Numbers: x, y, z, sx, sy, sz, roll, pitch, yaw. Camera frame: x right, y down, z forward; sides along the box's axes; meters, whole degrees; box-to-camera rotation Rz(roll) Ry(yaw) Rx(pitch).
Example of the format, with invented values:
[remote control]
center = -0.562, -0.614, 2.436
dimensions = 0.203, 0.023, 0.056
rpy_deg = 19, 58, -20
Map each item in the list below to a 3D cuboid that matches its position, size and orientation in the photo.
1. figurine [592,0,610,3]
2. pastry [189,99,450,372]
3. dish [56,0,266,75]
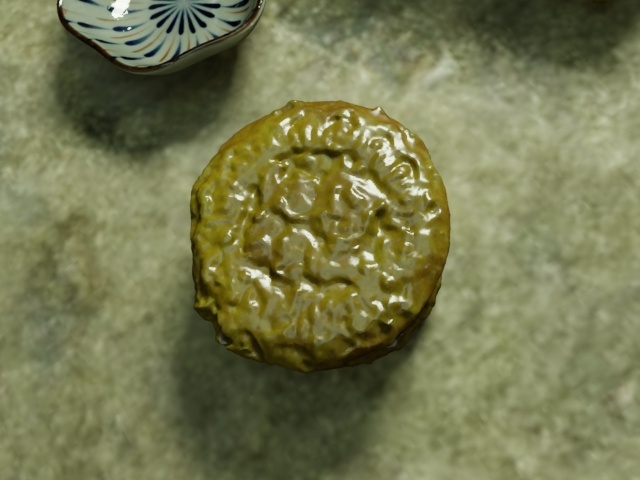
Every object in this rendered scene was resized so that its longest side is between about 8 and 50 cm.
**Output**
[figurine]
center = 0.148, -0.333, 0.553
dimensions = 0.218, 0.169, 0.326
rpy_deg = -44, 73, -10
[pastry]
center = 0.000, 0.000, 0.512
dimensions = 0.188, 0.103, 0.189
rpy_deg = -2, 74, 9
[dish]
center = -0.117, -0.208, 0.613
dimensions = 0.190, 0.066, 0.191
rpy_deg = -4, 71, 10
